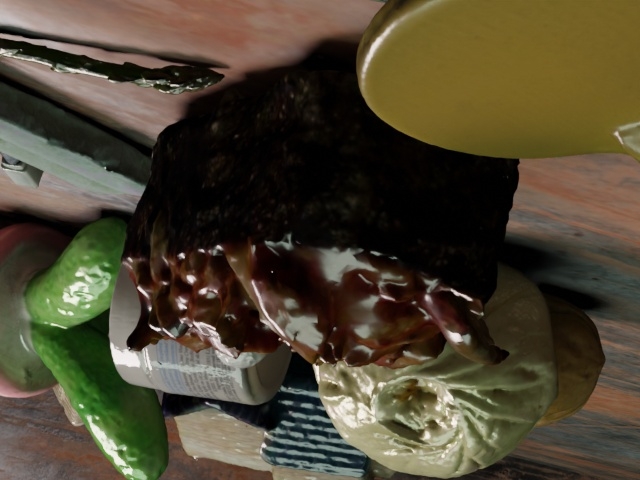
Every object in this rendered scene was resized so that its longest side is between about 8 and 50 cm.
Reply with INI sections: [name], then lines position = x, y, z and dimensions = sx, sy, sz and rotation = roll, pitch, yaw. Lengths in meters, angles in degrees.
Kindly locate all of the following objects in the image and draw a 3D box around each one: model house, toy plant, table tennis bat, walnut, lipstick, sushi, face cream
[model house]
position = -0.036, 0.167, 1.472
dimensions = 0.298, 0.243, 0.284
rotation = 7, 159, 7
[toy plant]
position = -0.330, 0.110, 1.420
dimensions = 0.356, 0.317, 0.210
rotation = 4, -163, 27
[table tennis bat]
position = 0.152, -0.068, 0.589
dimensions = 0.198, 0.050, 0.321
rotation = -17, 156, 34
[walnut]
position = 0.209, 0.122, 1.222
dimensions = 0.166, 0.149, 0.166
rotation = -1, -168, 0
[lipstick]
position = -0.277, -0.079, 1.064
dimensions = 0.025, 0.025, 0.107
rotation = 11, 163, 7
[sushi]
position = 0.000, 0.000, 0.795
dimensions = 0.196, 0.182, 0.343
rotation = 12, 172, -30
[face cream]
position = -0.117, 0.079, 1.254
dimensions = 0.153, 0.177, 0.177
rotation = 8, 167, 16

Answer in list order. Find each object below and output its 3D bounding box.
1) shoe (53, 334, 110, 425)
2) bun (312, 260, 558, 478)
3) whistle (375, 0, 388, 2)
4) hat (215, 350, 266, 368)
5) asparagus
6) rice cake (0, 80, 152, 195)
[shoe]
position = -0.294, 0.127, 1.725
dimensions = 0.198, 0.172, 0.351
rotation = -21, 161, -27
[bun]
position = 0.094, 0.112, 1.096
dimensions = 0.244, 0.244, 0.153
rotation = 6, -162, 28
[whistle]
position = 0.038, -0.122, 0.538
dimensions = 0.100, 0.035, 0.035
rotation = 14, 167, -13
[hat]
position = -0.045, 0.038, 1.043
dimensions = 0.093, 0.162, 0.112
rotation = 21, 161, -22
[asparagus]
position = -0.176, -0.122, 0.786
dimensions = 0.233, 0.023, 0.022
rotation = 11, -148, 8
[rice cake]
position = -0.226, -0.084, 0.952
dimensions = 0.085, 0.040, 0.226
rotation = 3, 164, 39
